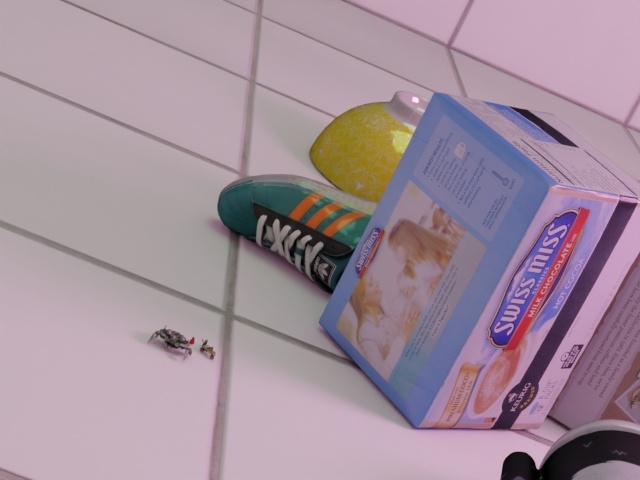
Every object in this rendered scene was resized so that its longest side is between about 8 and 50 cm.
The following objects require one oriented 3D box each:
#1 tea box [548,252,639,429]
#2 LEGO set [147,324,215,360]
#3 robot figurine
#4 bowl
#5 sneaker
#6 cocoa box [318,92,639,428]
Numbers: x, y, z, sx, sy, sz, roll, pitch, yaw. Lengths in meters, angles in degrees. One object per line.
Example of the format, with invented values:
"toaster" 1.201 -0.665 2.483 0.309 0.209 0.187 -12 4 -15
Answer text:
"tea box" 0.489 0.106 2.041 0.220 0.329 0.323 31 20 13
"LEGO set" -0.153 0.111 1.698 0.054 0.023 0.083 39 24 33
"robot figurine" 0.303 0.300 1.577 0.209 0.174 0.278 62 16 -13
"bowl" 0.143 -0.154 2.527 0.289 0.156 0.289 23 20 -9
"sneaker" 0.000 0.000 2.034 0.302 0.108 0.121 13 46 4
"cocoa box" 0.202 0.030 1.855 0.228 0.347 0.231 6 29 -43
